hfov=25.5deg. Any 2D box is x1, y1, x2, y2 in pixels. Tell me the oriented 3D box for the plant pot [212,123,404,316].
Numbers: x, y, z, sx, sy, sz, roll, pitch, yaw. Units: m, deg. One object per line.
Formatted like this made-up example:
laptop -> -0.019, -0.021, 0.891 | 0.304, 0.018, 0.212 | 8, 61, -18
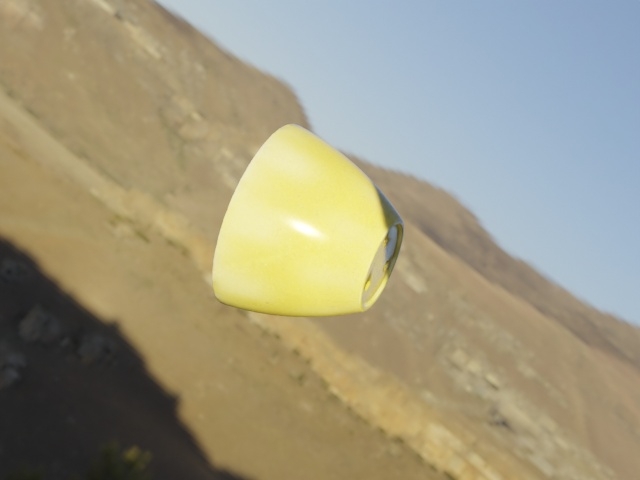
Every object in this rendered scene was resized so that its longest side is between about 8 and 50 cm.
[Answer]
plant pot -> 0.000, 0.000, 0.966 | 0.095, 0.134, 0.134 | 23, -4, 16
